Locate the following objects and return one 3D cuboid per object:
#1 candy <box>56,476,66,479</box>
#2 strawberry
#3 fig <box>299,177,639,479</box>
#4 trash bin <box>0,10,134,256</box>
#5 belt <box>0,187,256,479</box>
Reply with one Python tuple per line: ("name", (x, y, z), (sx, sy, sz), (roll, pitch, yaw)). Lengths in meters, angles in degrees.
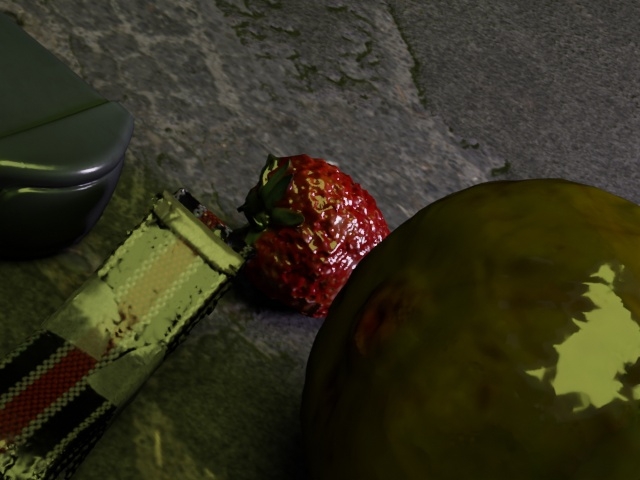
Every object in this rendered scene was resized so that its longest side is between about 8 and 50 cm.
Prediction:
("candy", (-0.161, 0.255, 0.810), (0.137, 0.195, 0.185), (27, 40, -2))
("strawberry", (-0.001, 0.000, 1.277), (0.148, 0.131, 0.131), (28, 37, -7))
("fig", (0.158, 0.135, 1.083), (0.343, 0.343, 0.343), (19, 38, -16))
("trash bin", (-0.269, -0.095, 1.218), (0.236, 0.101, 0.176), (41, 39, 17))
("belt", (-0.167, 0.088, 1.068), (0.094, 0.126, 0.359), (41, 42, -2))
